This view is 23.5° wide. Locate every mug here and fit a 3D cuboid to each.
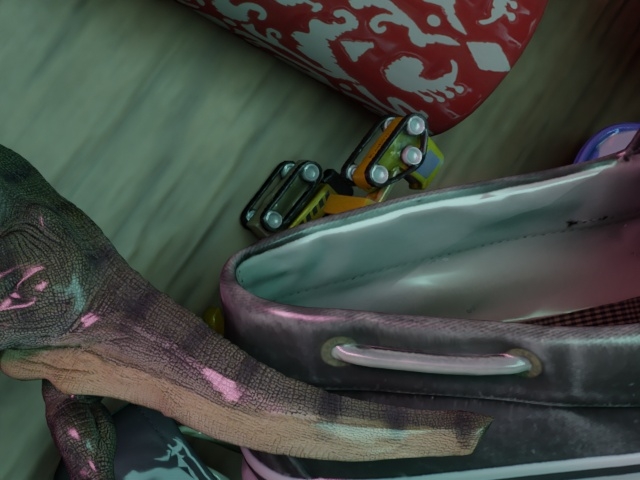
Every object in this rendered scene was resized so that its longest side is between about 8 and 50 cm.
[{"bbox_3d":[0.002,-0.120,0.550,0.169,0.150,0.113,31,68,-22],"label":"mug"}]

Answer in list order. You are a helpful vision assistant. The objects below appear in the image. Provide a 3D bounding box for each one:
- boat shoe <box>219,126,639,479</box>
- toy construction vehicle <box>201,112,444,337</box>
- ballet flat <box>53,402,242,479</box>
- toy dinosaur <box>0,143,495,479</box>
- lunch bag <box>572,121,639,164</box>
[{"bbox_3d":[0.129,0.017,0.488,0.335,0.121,0.119,-16,124,1],"label":"boat shoe"},{"bbox_3d":[0.000,0.000,0.573,0.035,0.086,0.098,42,74,-21],"label":"toy construction vehicle"},{"bbox_3d":[-0.005,0.125,0.576,0.203,0.074,0.074,38,75,-13],"label":"ballet flat"},{"bbox_3d":[-0.090,0.037,0.474,0.268,0.064,0.118,30,92,24],"label":"toy dinosaur"},{"bbox_3d":[0.145,0.073,0.602,0.176,0.090,0.219,21,79,9],"label":"lunch bag"}]
